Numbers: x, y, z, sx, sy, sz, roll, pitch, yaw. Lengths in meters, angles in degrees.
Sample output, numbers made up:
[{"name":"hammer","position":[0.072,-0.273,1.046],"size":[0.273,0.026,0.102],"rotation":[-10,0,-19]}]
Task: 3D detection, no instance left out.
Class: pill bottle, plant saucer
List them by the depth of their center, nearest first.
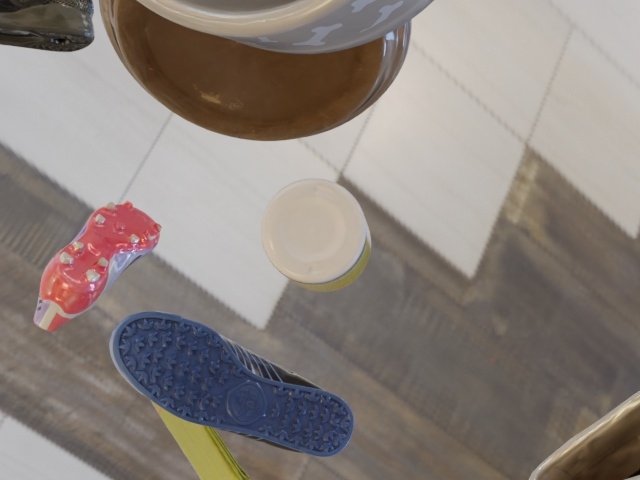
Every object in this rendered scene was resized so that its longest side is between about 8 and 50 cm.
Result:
[{"name":"pill bottle","position":[0.000,0.000,0.777],"size":[0.065,0.116,0.065],"rotation":[-1,83,5]},{"name":"plant saucer","position":[-0.060,-0.185,1.054],"size":[0.278,0.278,0.041],"rotation":[33,43,-23]}]

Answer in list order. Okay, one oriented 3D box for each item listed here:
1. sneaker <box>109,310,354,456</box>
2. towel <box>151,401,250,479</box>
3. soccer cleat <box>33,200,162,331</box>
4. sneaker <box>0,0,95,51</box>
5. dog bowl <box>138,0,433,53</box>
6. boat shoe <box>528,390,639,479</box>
[{"name":"sneaker","position":[-0.085,0.127,1.046],"size":[0.232,0.090,0.081],"rotation":[29,77,-22]},{"name":"towel","position":[-0.163,0.212,1.456],"size":[0.021,0.102,0.237],"rotation":[-24,68,-30]},{"name":"soccer cleat","position":[-0.266,0.025,1.436],"size":[0.083,0.095,0.248],"rotation":[37,23,-2]},{"name":"sneaker","position":[-0.355,-0.280,1.288],"size":[0.228,0.087,0.130],"rotation":[2,74,-23]},{"name":"dog bowl","position":[-0.042,-0.299,0.839],"size":[0.102,0.349,0.348],"rotation":[-30,95,-60]},{"name":"boat shoe","position":[0.206,0.085,0.601],"size":[0.088,0.267,0.096],"rotation":[35,47,-7]}]
